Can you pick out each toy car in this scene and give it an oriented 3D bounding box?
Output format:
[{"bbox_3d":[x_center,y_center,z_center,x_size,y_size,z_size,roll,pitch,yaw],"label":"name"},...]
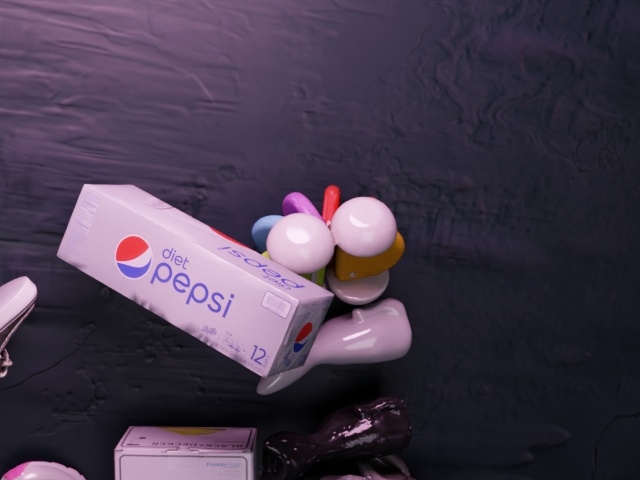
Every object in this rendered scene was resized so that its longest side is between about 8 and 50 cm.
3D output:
[{"bbox_3d":[0.000,0.000,1.177,0.182,0.136,0.159,-15,148,-14],"label":"toy car"}]

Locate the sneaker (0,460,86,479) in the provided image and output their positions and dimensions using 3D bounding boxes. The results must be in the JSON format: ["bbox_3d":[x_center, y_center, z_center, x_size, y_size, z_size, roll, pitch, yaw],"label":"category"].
[{"bbox_3d":[-0.304,0.379,1.224,0.103,0.111,0.252,-30,114,-5],"label":"sneaker"}]

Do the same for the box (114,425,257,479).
[{"bbox_3d":[-0.159,0.379,1.232,0.169,0.087,0.290,-1,99,2],"label":"box"}]

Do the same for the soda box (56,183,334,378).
[{"bbox_3d":[-0.136,0.037,1.078,0.286,0.098,0.091,27,102,21],"label":"soda box"}]

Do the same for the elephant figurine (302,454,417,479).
[{"bbox_3d":[0.084,0.359,1.319,0.239,0.186,0.169,-8,149,-40],"label":"elephant figurine"}]

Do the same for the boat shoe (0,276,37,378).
[{"bbox_3d":[-0.389,0.130,1.139,0.219,0.078,0.070,-42,114,9],"label":"boat shoe"}]

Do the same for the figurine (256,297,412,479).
[{"bbox_3d":[0.008,0.186,1.226,0.209,0.092,0.215,-14,112,-34],"label":"figurine"}]
